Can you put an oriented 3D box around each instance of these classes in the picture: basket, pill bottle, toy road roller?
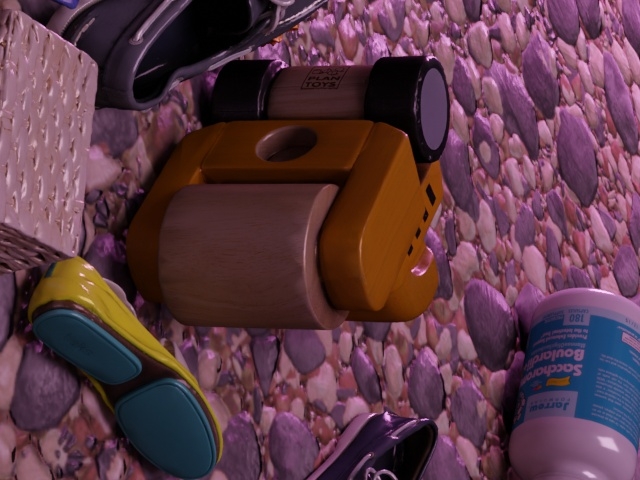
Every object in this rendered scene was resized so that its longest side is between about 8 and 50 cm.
[{"bbox_3d":[-0.228,-0.067,1.193,0.113,0.103,0.167,31,56,-54],"label":"basket"},{"bbox_3d":[0.297,0.197,1.985,0.146,0.146,0.264,52,41,-41],"label":"pill bottle"},{"bbox_3d":[0.000,0.000,1.483,0.329,0.202,0.241,-62,145,-48],"label":"toy road roller"}]

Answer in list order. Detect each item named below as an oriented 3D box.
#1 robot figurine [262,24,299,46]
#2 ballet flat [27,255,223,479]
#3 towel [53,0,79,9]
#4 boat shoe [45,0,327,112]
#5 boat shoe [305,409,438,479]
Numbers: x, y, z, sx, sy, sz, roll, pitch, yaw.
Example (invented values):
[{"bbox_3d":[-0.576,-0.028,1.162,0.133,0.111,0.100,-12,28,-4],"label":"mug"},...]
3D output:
[{"bbox_3d":[-0.116,-0.291,1.456,0.291,0.085,0.211,36,54,-51],"label":"robot figurine"},{"bbox_3d":[-0.143,0.093,1.338,0.231,0.077,0.077,52,25,-38],"label":"ballet flat"},{"bbox_3d":[-0.242,-0.348,1.232,0.243,0.040,0.336,21,61,-29],"label":"towel"},{"bbox_3d":[-0.070,-0.182,1.389,0.319,0.099,0.116,-28,130,-35],"label":"boat shoe"},{"bbox_3d":[0.040,0.248,1.600,0.254,0.079,0.095,-48,124,-53],"label":"boat shoe"}]
